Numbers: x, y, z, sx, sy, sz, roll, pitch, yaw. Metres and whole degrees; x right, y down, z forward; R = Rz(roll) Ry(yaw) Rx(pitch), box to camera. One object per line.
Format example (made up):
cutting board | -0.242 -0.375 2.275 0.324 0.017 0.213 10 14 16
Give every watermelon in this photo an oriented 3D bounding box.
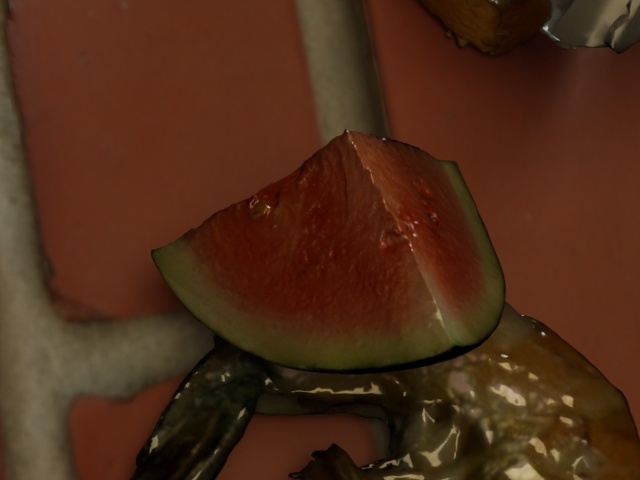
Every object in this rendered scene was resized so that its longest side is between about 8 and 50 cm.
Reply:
watermelon | 0.005 0.018 1.040 0.145 0.193 0.137 -33 112 19

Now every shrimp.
shrimp | -0.012 0.189 1.012 0.272 0.085 0.445 41 66 11

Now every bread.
bread | 0.085 -0.191 1.151 0.187 0.065 0.103 40 66 -1

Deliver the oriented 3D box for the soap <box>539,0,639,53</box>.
soap | 0.242 -0.210 1.116 0.159 0.258 0.302 36 92 37
